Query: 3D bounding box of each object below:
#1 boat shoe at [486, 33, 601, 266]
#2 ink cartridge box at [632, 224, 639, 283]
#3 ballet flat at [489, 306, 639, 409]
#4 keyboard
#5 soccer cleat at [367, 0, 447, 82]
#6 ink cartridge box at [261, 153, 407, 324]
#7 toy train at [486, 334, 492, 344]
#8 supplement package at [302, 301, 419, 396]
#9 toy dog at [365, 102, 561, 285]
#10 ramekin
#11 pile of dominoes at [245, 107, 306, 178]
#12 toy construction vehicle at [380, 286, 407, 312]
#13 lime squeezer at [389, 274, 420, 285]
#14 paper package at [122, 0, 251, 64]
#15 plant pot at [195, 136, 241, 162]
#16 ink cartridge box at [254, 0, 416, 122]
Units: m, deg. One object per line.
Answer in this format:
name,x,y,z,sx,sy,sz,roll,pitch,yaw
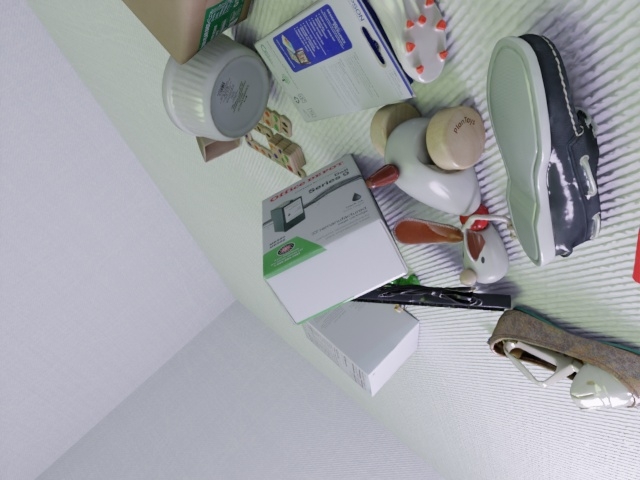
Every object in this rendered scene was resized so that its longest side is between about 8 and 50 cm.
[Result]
boat shoe,0.257,-0.099,0.601,0.114,0.091,0.302,-111,-4,-45
ink cartridge box,0.423,0.026,0.488,0.231,0.078,0.134,31,156,41
ballet flat,0.407,0.207,0.863,0.316,0.106,0.107,20,147,55
keyboard,0.172,0.102,0.954,0.318,0.033,0.201,2,167,10
soccer cleat,0.093,-0.281,0.641,0.196,0.068,0.076,59,173,-26
ink cartridge box,0.009,-0.015,0.969,0.121,0.211,0.289,58,-171,-28
toy train,0.385,0.213,1.057,0.036,0.027,0.158,58,159,-19
supplement package,0.107,0.250,1.493,0.263,0.199,0.198,38,160,26
toy dog,0.172,-0.045,0.783,0.333,0.161,0.220,50,162,-8
ramekin,-0.192,-0.292,1.051,0.109,0.207,0.207,27,155,28
pile of dominoes,-0.137,-0.244,1.279,0.251,0.040,0.195,34,158,35
toy construction vehicle,0.140,0.126,1.236,0.098,0.035,0.086,43,169,-32
lime squeezer,0.155,0.090,1.226,0.110,0.058,0.310,7,-170,-33
paper package,-0.238,-0.481,0.802,0.309,0.168,0.325,49,161,-5
plant pot,-0.282,-0.287,1.429,0.096,0.109,0.109,58,163,9
ink cartridge box,0.024,-0.273,0.803,0.165,0.065,0.333,55,163,-22
